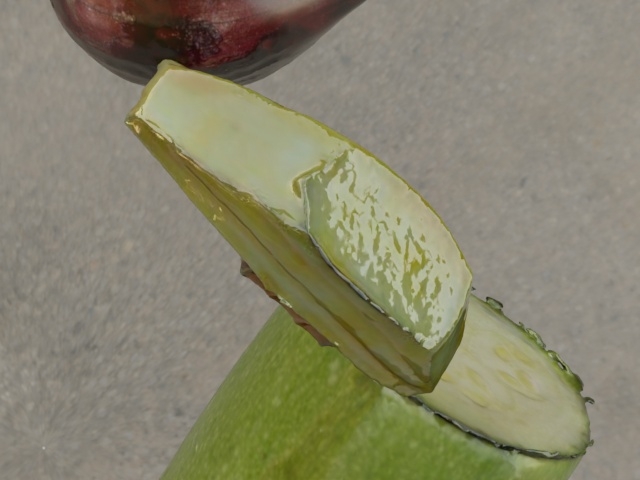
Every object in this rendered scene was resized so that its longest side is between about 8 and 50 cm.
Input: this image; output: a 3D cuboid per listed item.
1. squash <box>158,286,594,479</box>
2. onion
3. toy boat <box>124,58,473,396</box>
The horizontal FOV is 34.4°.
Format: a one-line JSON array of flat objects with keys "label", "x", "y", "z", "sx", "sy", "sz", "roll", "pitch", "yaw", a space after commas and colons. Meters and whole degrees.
[{"label": "squash", "x": 0.008, "y": 0.151, "z": 0.584, "sx": 0.189, "sy": 0.189, "sz": 0.260, "roll": 27, "pitch": 110, "yaw": -8}, {"label": "onion", "x": -0.052, "y": -0.209, "z": 0.630, "sx": 0.280, "sy": 0.221, "sz": 0.281, "roll": 2, "pitch": 55, "yaw": -2}, {"label": "toy boat", "x": 0.000, "y": 0.000, "z": 0.387, "sx": 0.172, "sy": 0.066, "sz": 0.065, "roll": 46, "pitch": 57, "yaw": -32}]
